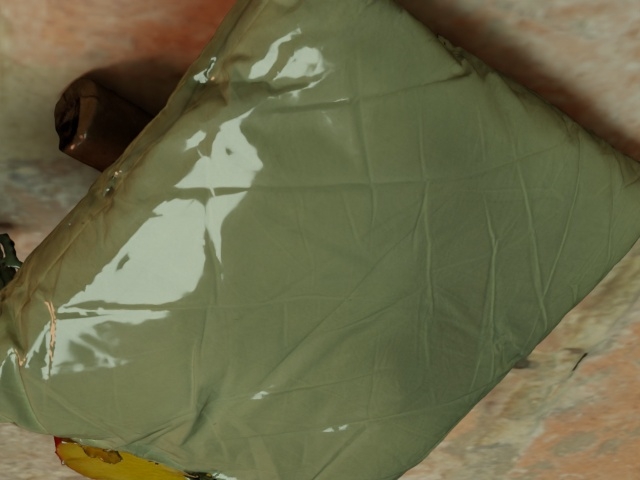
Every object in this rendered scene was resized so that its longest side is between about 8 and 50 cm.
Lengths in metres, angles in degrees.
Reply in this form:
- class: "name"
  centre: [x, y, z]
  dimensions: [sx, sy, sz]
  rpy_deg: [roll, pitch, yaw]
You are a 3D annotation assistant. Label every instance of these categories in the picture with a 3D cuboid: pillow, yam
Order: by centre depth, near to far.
- class: "pillow"
  centre: [-0.001, 0.017, 0.681]
  dimensions: [0.281, 0.076, 0.274]
  rpy_deg: [27, 114, -41]
- class: "yam"
  centre: [0.000, 0.000, 0.745]
  dimensions: [0.327, 0.045, 0.045]
  rpy_deg: [27, 170, -39]

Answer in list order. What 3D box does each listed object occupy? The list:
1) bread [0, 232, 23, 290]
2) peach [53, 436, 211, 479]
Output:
- class: "bread"
  centre: [-0.232, 0.025, 0.705]
  dimensions: [0.110, 0.103, 0.156]
  rpy_deg: [-26, 136, 24]
- class: "peach"
  centre: [-0.083, 0.093, 0.824]
  dimensions: [0.151, 0.118, 0.151]
  rpy_deg: [-34, 155, -18]
